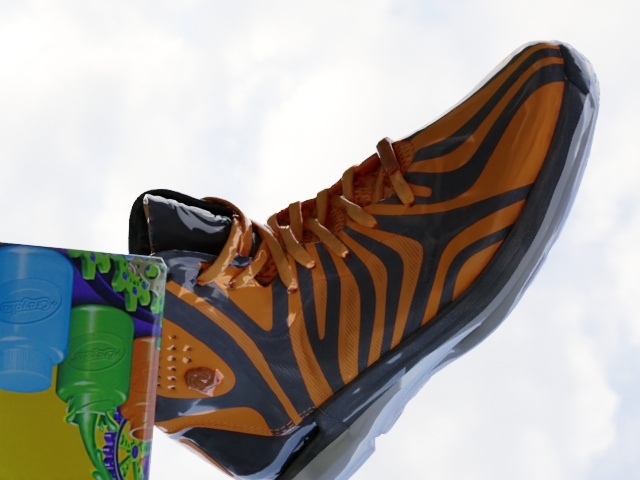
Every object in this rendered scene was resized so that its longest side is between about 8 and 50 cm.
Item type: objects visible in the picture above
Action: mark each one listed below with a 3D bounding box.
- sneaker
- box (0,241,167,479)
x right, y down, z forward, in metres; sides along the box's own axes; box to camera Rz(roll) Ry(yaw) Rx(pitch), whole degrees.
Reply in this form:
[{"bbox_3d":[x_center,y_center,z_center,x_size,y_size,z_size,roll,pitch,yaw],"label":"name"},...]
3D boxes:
[{"bbox_3d":[0.000,0.000,0.841,0.321,0.180,0.124,-54,-161,19],"label":"sneaker"},{"bbox_3d":[-0.219,0.135,0.515,0.177,0.290,0.279,162,-67,-71],"label":"box"}]
